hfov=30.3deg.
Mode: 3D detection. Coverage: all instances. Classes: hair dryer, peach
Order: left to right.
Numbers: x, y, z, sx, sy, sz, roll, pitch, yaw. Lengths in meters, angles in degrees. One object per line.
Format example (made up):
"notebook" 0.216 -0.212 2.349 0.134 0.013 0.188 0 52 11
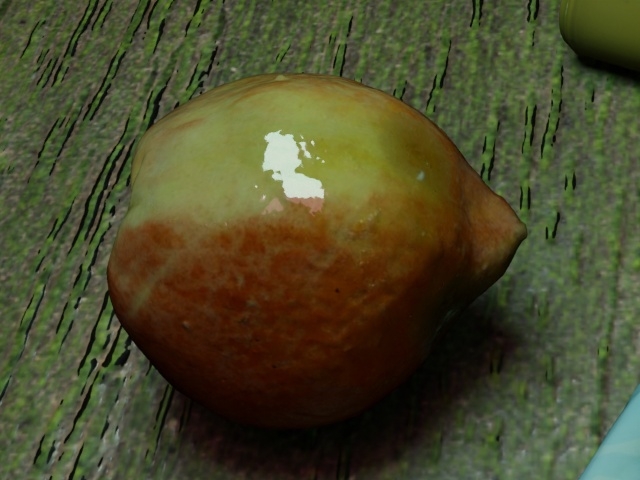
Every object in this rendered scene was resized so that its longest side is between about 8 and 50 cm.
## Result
"peach" 0.000 0.000 0.755 0.257 0.232 0.232 0 50 4
"hair dryer" 0.316 -0.229 0.955 0.135 0.090 0.278 22 54 33

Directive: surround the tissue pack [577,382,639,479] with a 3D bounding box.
"tissue pack" 0.249 0.131 0.658 0.177 0.089 0.263 25 62 29
